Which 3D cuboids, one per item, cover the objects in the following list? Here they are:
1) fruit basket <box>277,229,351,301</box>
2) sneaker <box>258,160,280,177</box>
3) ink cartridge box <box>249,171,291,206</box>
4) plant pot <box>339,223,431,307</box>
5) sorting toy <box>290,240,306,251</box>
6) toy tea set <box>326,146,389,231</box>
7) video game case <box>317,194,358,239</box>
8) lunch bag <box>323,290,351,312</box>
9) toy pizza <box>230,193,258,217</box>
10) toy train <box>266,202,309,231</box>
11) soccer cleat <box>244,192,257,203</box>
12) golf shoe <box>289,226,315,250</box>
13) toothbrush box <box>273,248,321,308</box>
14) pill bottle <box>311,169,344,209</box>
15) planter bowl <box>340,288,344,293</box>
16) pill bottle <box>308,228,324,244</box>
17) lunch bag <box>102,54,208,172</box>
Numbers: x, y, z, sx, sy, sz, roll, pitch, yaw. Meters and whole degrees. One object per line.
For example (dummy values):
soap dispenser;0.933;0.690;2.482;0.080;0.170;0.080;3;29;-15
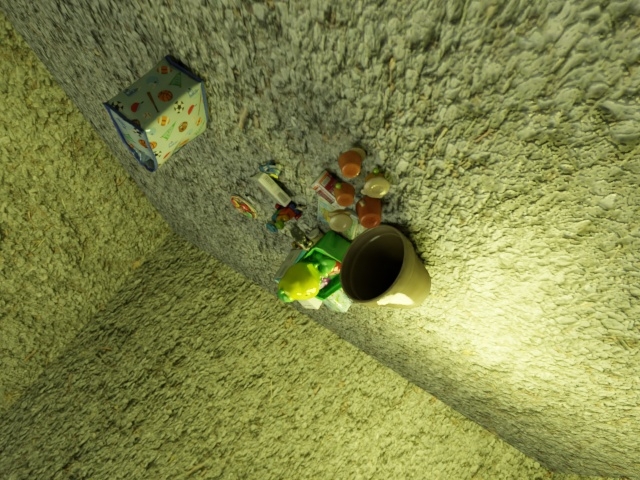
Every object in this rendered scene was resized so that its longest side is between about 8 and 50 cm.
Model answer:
fruit basket;-0.027;0.172;1.887;0.283;0.392;0.392;33;160;-11
sneaker;-0.213;-0.308;1.729;0.053;0.059;0.144;21;-176;-42
ink cartridge box;-0.241;-0.250;1.917;0.181;0.056;0.225;45;176;-23
plant pot;0.283;0.138;1.608;0.280;0.323;0.323;31;166;-37
sorting toy;-0.089;0.113;2.420;0.229;0.041;0.307;11;148;47
toy tea set;0.131;-0.177;1.399;0.200;0.124;0.336;2;136;-4
video game case;0.072;-0.101;1.755;0.193;0.023;0.212;32;158;12
lunch bag;0.052;0.302;2.230;0.219;0.090;0.176;44;157;-18
toy pizza;-0.451;-0.191;2.353;0.201;0.032;0.201;31;158;14
toy train;-0.161;-0.111;1.924;0.105;0.143;0.248;45;157;-23
soccer cleat;-0.376;-0.226;2.173;0.083;0.029;0.035;35;163;17
golf shoe;-0.109;-0.003;2.182;0.176;0.069;0.086;46;163;-21
toothbrush box;-0.091;0.223;2.327;0.295;0.216;0.126;44;151;-26
pill bottle;0.045;-0.187;1.532;0.152;0.086;0.086;41;158;-11
planter bowl;0.103;0.232;2.282;0.162;0.109;0.162;31;159;13
pill bottle;0.000;0.000;2.017;0.116;0.065;0.065;48;156;-26
lunch bag;-0.631;-0.477;1.629;0.239;0.328;0.385;39;161;7
